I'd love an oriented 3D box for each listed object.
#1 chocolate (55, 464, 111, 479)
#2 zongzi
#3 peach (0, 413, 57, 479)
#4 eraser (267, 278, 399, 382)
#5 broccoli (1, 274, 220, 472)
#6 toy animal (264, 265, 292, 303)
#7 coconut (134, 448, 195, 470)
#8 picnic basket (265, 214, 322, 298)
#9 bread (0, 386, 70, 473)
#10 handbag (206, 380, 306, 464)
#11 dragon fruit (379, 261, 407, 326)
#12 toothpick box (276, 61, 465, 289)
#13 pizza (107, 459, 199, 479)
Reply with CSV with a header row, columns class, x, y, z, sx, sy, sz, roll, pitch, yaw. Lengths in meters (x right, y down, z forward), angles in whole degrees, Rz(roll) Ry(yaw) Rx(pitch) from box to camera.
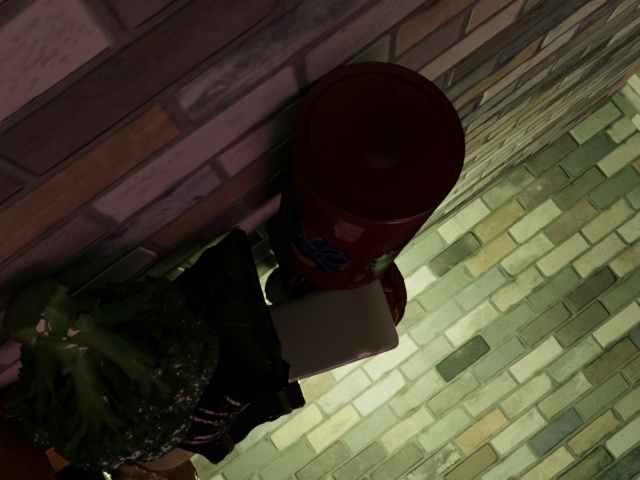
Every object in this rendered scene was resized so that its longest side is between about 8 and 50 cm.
class,x,y,z,sx,sy,sz,roll,pitch,yaw
chocolate,-0.517,0.517,1.267,0.383,0.384,0.331,-29,164,-39
zongzi,-0.186,0.224,1.107,0.383,0.319,0.362,-29,131,14
peach,-0.446,0.346,0.816,0.307,0.333,0.308,-11,136,-11
eraser,-0.009,0.175,1.313,0.331,0.150,0.331,-19,171,-3
broccoli,-0.263,0.145,0.830,0.270,0.270,0.270,-36,138,-2
toy animal,-0.007,0.085,1.554,0.208,0.156,0.204,23,130,-25
coconut,-0.298,0.301,1.326,0.245,0.245,0.247,-41,170,22
picnic basket,0.000,0.000,1.297,0.222,0.129,0.297,-35,169,0
bread,-0.457,0.304,1.101,0.179,0.133,0.250,-43,170,26
handbag,-0.209,0.320,1.586,0.342,0.288,0.152,-31,169,-23
dragon fruit,0.085,0.134,1.788,0.277,0.277,0.342,-37,176,-1
toothpick box,0.049,-0.067,0.945,0.204,0.204,0.333,-34,169,-16
pizza,-0.379,0.423,1.429,0.089,0.323,0.223,-51,152,9
